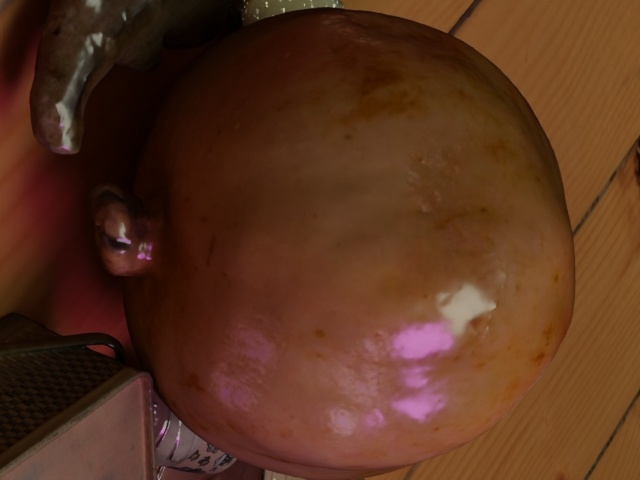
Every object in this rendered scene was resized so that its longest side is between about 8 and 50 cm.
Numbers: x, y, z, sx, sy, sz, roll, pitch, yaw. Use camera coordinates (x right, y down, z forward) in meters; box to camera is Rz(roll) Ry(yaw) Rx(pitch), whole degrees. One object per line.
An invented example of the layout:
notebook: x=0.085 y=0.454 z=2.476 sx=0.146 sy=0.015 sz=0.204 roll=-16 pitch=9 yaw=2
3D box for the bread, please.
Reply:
bread: x=-0.036 y=-0.196 z=1.641 sx=0.129 sy=0.044 sz=0.126 roll=-50 pitch=137 yaw=-26

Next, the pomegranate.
pomegranate: x=0.000 y=0.000 z=1.482 sx=0.411 sy=0.411 sz=0.411 roll=-36 pitch=136 yaw=-44

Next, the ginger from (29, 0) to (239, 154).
ginger: x=-0.134 y=-0.211 z=1.439 sx=0.333 sy=0.080 sz=0.166 roll=-40 pitch=125 yaw=-40

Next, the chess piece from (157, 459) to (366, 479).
chess piece: x=-0.037 y=0.264 z=1.836 sx=0.307 sy=0.124 sz=0.139 roll=26 pitch=58 yaw=-59

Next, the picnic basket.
picnic basket: x=-0.254 y=0.187 z=1.412 sx=0.266 sy=0.139 sz=0.165 roll=-36 pitch=136 yaw=-44

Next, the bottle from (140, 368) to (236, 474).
bottle: x=-0.135 y=0.158 z=1.639 sx=0.152 sy=0.099 sz=0.099 roll=24 pitch=87 yaw=-56
